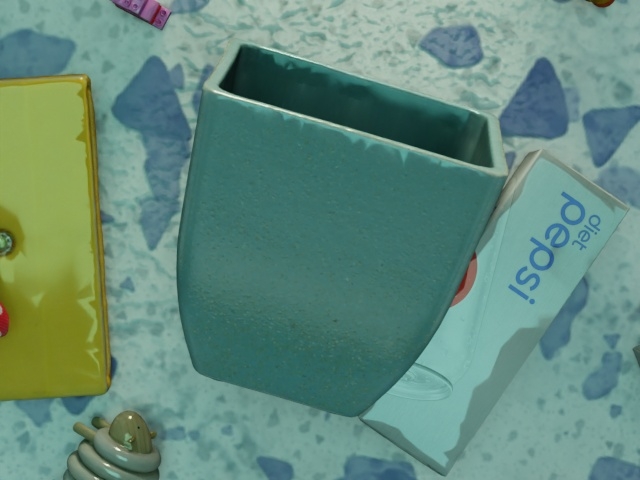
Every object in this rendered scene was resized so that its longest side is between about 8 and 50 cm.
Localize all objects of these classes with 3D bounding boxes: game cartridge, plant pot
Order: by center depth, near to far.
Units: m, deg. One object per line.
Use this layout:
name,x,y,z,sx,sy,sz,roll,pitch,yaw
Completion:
plant pot,0.000,0.000,1.632,0.248,0.247,0.252,16,105,-1
game cartridge,-0.354,0.003,1.703,0.323,0.053,0.285,-2,98,1

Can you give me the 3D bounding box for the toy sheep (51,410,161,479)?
toy sheep,-0.187,0.210,1.707,0.091,0.091,0.132,22,105,-2

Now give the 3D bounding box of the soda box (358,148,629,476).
soda box,0.147,0.061,1.704,0.098,0.091,0.286,35,90,-1

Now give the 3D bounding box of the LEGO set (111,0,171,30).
LEGO set,-0.221,-0.278,1.687,0.227,0.093,0.087,28,91,-1

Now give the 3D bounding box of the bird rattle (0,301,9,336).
bird rattle,-0.390,0.104,1.655,0.253,0.143,0.207,-9,110,-11

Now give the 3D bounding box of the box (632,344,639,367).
box,0.338,0.129,1.704,0.087,0.102,0.101,-20,92,-3

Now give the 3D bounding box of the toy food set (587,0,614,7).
toy food set,0.239,-0.329,1.711,0.111,0.104,0.232,-21,74,13
